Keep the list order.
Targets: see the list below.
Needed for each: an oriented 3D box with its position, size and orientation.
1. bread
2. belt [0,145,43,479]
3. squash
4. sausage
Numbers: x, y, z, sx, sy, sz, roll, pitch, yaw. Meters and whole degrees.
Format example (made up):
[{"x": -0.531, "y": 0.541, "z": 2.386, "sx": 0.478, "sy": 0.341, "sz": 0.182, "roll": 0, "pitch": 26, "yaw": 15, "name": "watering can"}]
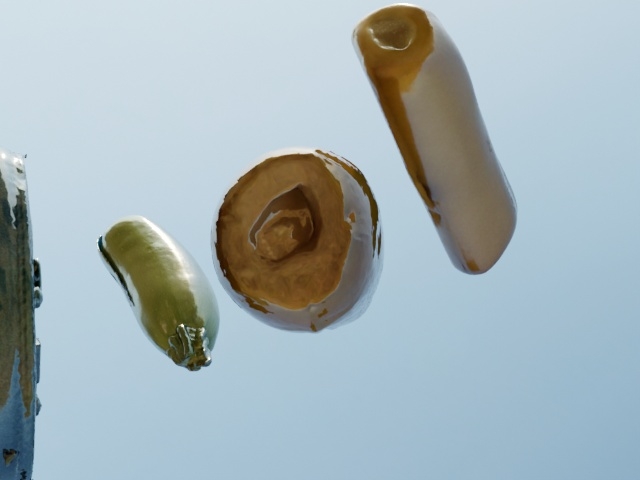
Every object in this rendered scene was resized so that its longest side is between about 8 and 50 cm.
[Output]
[{"x": 0.096, "y": -0.076, "z": 1.057, "sx": 0.074, "sy": 0.239, "sz": 0.092, "roll": -26, "pitch": -138, "yaw": 3, "name": "bread"}, {"x": -0.250, "y": 0.044, "z": 0.938, "sx": 0.206, "sy": 0.116, "sz": 0.267, "roll": 112, "pitch": -27, "yaw": -53, "name": "belt"}, {"x": -0.161, "y": 0.059, "z": 1.460, "sx": 0.094, "sy": 0.094, "sz": 0.341, "roll": -49, "pitch": -147, "yaw": 3, "name": "squash"}, {"x": -0.005, "y": 0.002, "z": 1.028, "sx": 0.116, "sy": 0.354, "sz": 0.134, "roll": -18, "pitch": -94, "yaw": 4, "name": "sausage"}]
